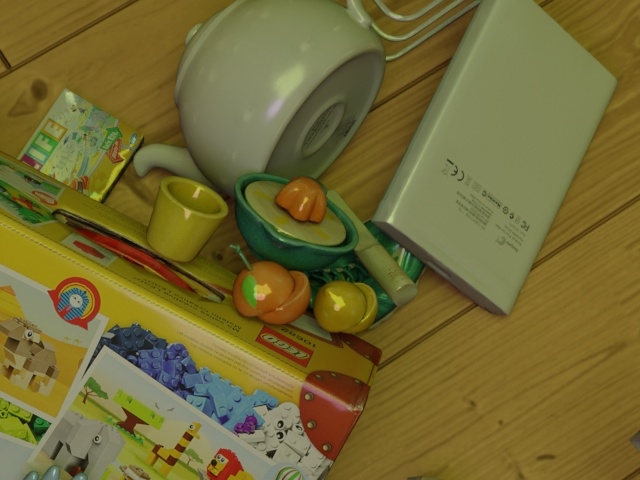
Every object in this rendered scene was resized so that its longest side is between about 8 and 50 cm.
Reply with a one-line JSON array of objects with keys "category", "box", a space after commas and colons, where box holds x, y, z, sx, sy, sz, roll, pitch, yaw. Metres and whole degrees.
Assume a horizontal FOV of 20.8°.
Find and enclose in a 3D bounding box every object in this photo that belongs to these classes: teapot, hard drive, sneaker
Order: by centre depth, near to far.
[{"category": "teapot", "box": [-0.064, -0.175, 1.850, 0.187, 0.252, 0.256, 39, 62, 17]}, {"category": "sneaker", "box": [0.007, 0.060, 1.855, 0.275, 0.110, 0.107, -34, 81, -15]}, {"category": "hard drive", "box": [0.196, -0.100, 1.906, 0.203, 0.040, 0.307, 37, 71, -31]}]

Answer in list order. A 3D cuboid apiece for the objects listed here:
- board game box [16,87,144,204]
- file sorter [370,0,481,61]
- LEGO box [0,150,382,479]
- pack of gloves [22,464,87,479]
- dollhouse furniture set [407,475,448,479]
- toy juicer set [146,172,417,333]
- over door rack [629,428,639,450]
[{"category": "board game box", "box": [-0.276, -0.076, 1.899, 0.103, 0.026, 0.154, 30, 74, 2]}, {"category": "file sorter", "box": [0.097, -0.342, 1.887, 0.173, 0.278, 0.193, -35, 82, -13]}, {"category": "LEGO box", "box": [-0.249, 0.170, 1.673, 0.500, 0.193, 0.372, 27, 104, 1]}, {"category": "pack of gloves", "box": [-0.208, 0.314, 1.587, 0.195, 0.046, 0.232, 27, 115, 1]}, {"category": "dollhouse furniture set", "box": [0.136, 0.352, 1.821, 0.161, 0.101, 0.182, 15, 72, -28]}, {"category": "toy juicer set", "box": [0.000, 0.000, 1.705, 0.209, 0.329, 0.089, 39, 116, 25]}, {"category": "over door rack", "box": [0.344, 0.376, 1.798, 0.239, 0.108, 0.324, -44, 105, -15]}]
